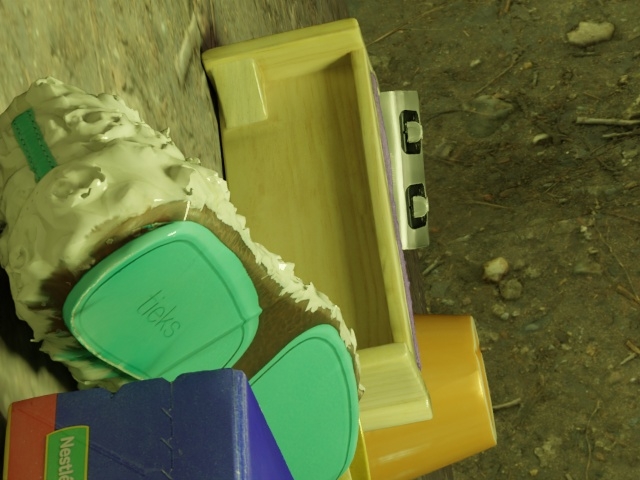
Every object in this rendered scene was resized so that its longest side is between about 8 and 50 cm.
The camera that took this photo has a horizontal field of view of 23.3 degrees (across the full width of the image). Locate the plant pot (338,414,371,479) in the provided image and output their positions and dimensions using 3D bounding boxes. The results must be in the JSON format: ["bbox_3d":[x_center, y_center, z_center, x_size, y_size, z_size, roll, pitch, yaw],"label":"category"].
[{"bbox_3d":[-0.021,0.156,1.168,0.134,0.095,0.134,-12,90,-83],"label":"plant pot"}]

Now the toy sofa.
[{"bbox_3d":[0.000,0.000,1.375,0.177,0.150,0.362,65,15,-58],"label":"toy sofa"}]

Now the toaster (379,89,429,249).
[{"bbox_3d":[0.018,-0.069,1.591,0.110,0.186,0.168,-16,102,-81],"label":"toaster"}]

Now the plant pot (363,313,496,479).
[{"bbox_3d":[0.067,0.151,1.502,0.205,0.188,0.205,-12,90,-83],"label":"plant pot"}]

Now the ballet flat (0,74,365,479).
[{"bbox_3d":[-0.073,0.038,0.854,0.409,0.147,0.147,67,13,-61],"label":"ballet flat"}]

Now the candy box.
[{"bbox_3d":[-0.043,0.258,0.714,0.317,0.122,0.268,72,10,-48],"label":"candy box"}]
